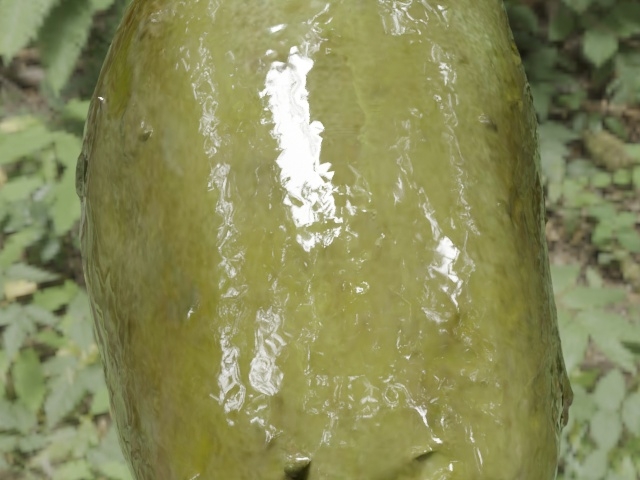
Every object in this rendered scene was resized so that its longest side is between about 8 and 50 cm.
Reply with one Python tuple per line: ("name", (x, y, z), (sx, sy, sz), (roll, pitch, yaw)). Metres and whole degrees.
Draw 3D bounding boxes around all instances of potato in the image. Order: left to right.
("potato", (-0.004, 0.015, 0.633), (0.219, 0.270, 0.359), (3, 58, -13))
